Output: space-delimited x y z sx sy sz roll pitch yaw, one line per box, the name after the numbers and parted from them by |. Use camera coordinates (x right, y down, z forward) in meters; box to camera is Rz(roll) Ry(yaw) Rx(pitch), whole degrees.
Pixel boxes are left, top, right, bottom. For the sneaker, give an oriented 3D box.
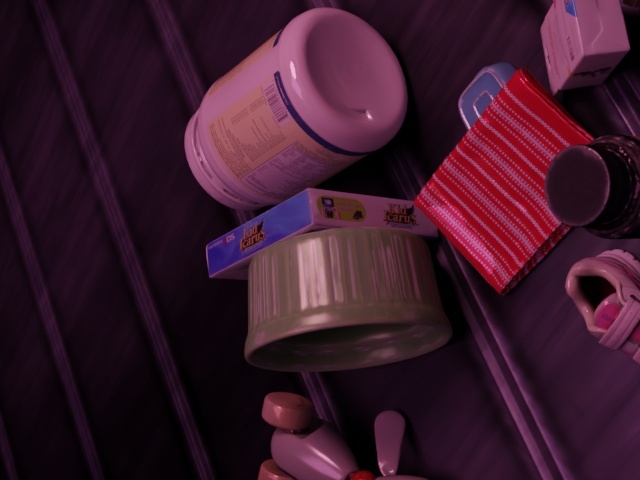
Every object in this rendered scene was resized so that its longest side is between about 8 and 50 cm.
0.390 0.106 1.438 0.252 0.111 0.103 43 122 40 | sneaker

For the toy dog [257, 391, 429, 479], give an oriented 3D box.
0.050 0.354 1.853 0.334 0.161 0.220 39 117 25 | toy dog

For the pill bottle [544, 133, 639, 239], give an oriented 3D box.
0.369 -0.062 1.378 0.123 0.219 0.122 1 91 50 | pill bottle

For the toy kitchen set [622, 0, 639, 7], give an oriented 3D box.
0.410 -0.322 1.443 0.075 0.068 0.083 35 117 44 | toy kitchen set

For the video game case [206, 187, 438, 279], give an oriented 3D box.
0.000 0.000 1.796 0.269 0.244 0.061 -26 65 47 | video game case

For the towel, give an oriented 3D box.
0.262 -0.076 1.608 0.199 0.031 0.275 49 128 16 | towel

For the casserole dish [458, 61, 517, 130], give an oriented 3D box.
0.254 -0.167 1.655 0.114 0.037 0.188 -48 57 39 | casserole dish

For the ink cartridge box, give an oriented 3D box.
0.334 -0.259 1.501 0.181 0.062 0.104 95 167 -81 | ink cartridge box

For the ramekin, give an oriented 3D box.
0.034 0.089 1.726 0.303 0.303 0.148 -26 63 47 | ramekin

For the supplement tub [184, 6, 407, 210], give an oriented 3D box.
-0.047 -0.195 1.856 0.325 0.235 0.235 -29 69 46 | supplement tub
